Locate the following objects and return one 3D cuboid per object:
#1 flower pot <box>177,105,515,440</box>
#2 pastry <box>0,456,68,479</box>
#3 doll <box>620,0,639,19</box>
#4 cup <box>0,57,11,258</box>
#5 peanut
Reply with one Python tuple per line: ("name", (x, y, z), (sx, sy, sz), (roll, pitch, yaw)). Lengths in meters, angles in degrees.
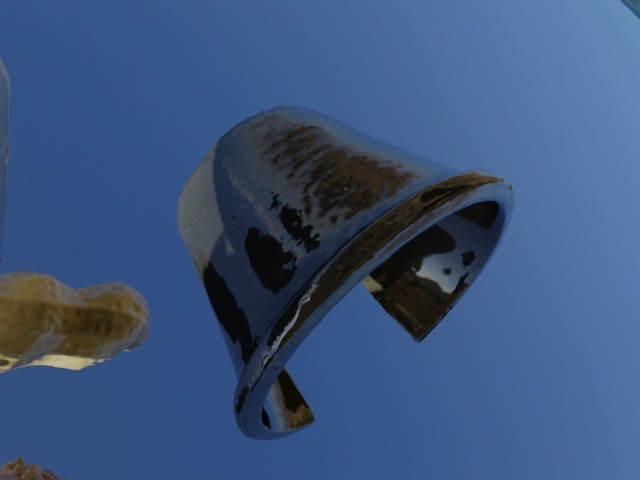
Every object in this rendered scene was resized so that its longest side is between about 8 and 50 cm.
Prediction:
("flower pot", (0.000, 0.000, 0.777), (0.379, 0.379, 0.251), (-16, -124, -45))
("pastry", (-0.344, 0.452, 0.820), (0.244, 0.409, 0.410), (-17, -98, -22))
("doll", (0.318, -0.220, 0.527), (0.161, 0.177, 0.261), (43, -156, 0))
("cup", (-0.375, -0.036, 0.474), (0.259, 0.357, 0.275), (-11, -114, 0))
("peanut", (-0.349, 0.109, 0.926), (0.290, 0.130, 0.130), (12, -117, -51))
